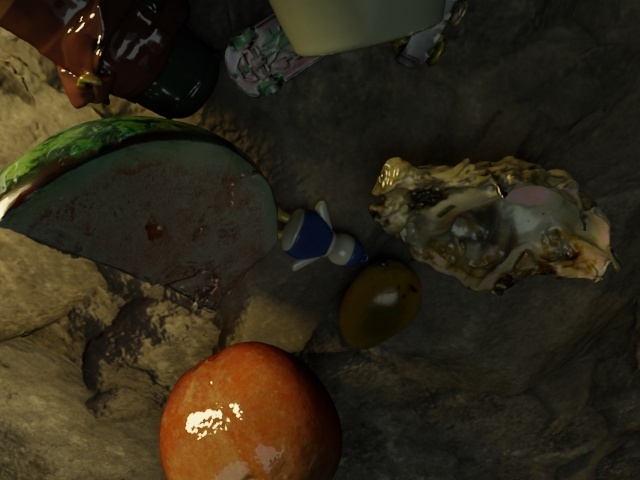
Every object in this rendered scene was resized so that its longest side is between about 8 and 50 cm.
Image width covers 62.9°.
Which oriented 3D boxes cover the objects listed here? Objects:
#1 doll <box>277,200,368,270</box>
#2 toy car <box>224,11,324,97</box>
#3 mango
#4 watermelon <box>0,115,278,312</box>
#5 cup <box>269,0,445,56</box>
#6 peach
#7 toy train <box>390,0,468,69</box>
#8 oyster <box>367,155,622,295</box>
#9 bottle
[{"bbox_3d":[0.000,0.000,0.674,0.142,0.057,0.099,20,98,-17],"label":"doll"},{"bbox_3d":[-0.035,-0.207,0.542,0.142,0.055,0.069,-33,120,0],"label":"toy car"},{"bbox_3d":[0.079,0.097,0.731,0.103,0.076,0.161,11,129,-18],"label":"mango"},{"bbox_3d":[-0.181,-0.035,0.531,0.223,0.180,0.305,-13,158,20],"label":"watermelon"},{"bbox_3d":[0.053,-0.285,0.401,0.258,0.186,0.234,-11,116,10],"label":"cup"},{"bbox_3d":[-0.101,0.266,0.736,0.252,0.252,0.252,-2,122,-3],"label":"peach"},{"bbox_3d":[0.127,-0.265,0.504,0.060,0.081,0.202,19,126,-14],"label":"toy train"},{"bbox_3d":[0.220,-0.031,0.655,0.354,0.107,0.201,25,138,-31],"label":"oyster"},{"bbox_3d":[-0.213,-0.208,0.467,0.271,0.143,0.156,34,96,-37],"label":"bottle"}]
